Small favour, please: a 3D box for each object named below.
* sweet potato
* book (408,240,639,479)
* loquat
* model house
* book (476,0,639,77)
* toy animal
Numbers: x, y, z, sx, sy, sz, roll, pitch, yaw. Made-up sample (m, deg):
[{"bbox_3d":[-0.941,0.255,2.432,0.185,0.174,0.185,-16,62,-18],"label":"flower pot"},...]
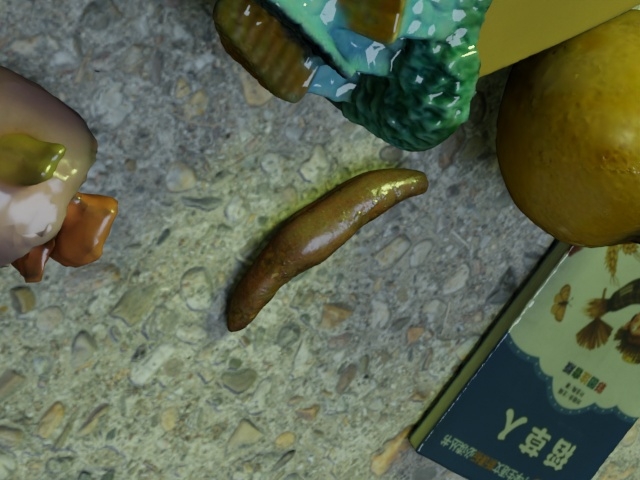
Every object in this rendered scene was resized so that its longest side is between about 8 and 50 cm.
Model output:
[{"bbox_3d":[-0.005,-0.002,1.428,0.255,0.058,0.078,-39,151,-1],"label":"sweet potato"},{"bbox_3d":[0.324,0.128,1.719,0.300,0.039,0.428,31,98,-40],"label":"book"},{"bbox_3d":[0.307,-0.107,1.430,0.263,0.263,0.263,-15,124,-24],"label":"loquat"},{"bbox_3d":[-0.027,-0.206,1.158,0.241,0.261,0.226,1,116,-33],"label":"model house"},{"bbox_3d":[0.208,-0.347,1.231,0.269,0.032,0.389,-25,130,-27],"label":"book"},{"bbox_3d":[-0.302,-0.076,1.136,0.281,0.195,0.169,21,65,-42],"label":"toy animal"}]
